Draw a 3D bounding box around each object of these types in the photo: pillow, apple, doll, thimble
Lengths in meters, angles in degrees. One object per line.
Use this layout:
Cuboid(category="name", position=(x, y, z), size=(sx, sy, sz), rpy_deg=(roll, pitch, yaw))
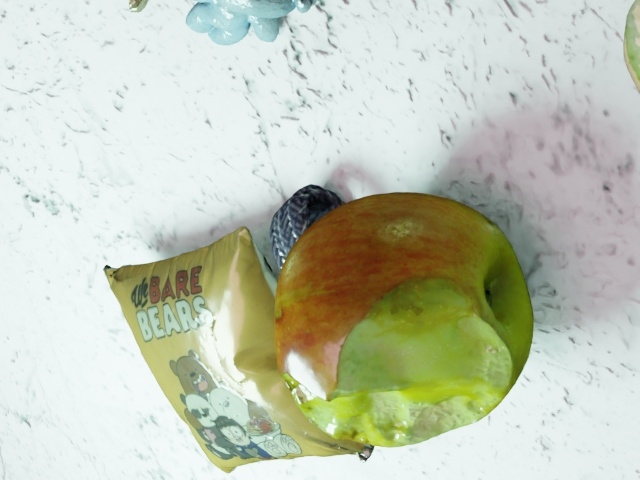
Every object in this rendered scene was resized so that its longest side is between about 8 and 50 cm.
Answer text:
Cuboid(category="pillow", position=(-0.105, 0.139, 1.665), size=(0.310, 0.119, 0.312), rpy_deg=(-15, 106, 53))
Cuboid(category="apple", position=(0.082, 0.077, 1.335), size=(0.226, 0.246, 0.246), rpy_deg=(-5, 113, 25))
Cuboid(category="doll", position=(-0.080, -0.252, 1.423), size=(0.120, 0.075, 0.180), rpy_deg=(22, 168, -17))
Cuboid(category="thimble", position=(0.000, -0.002, 1.486), size=(0.066, 0.095, 0.104), rpy_deg=(-43, 47, 41))

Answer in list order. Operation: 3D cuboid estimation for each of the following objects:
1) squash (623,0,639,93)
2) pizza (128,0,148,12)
Cuboid(category="squash", position=(0.308, -0.156, 1.043), size=(0.170, 0.123, 0.170), rpy_deg=(21, 124, 34))
Cuboid(category="pizza", position=(-0.188, -0.355, 1.419), size=(0.323, 0.089, 0.223), rpy_deg=(29, 115, 31))
